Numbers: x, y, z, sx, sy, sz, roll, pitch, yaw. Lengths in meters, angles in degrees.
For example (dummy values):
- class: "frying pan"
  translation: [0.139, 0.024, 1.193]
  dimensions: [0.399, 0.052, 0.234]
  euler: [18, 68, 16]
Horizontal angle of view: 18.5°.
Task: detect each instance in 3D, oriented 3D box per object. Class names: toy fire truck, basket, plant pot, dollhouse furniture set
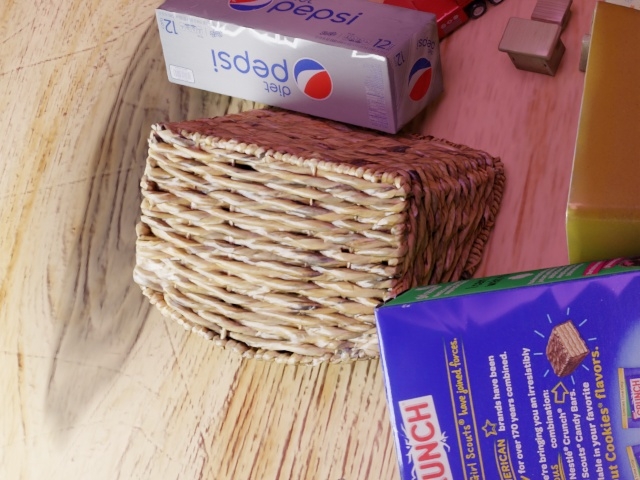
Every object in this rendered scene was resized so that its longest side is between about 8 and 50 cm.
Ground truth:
- class: "toy fire truck"
  translation: [0.135, -0.274, 1.947]
  dimensions: [0.192, 0.135, 0.047]
  euler: [-35, 57, 4]
- class: "basket"
  translation: [0.000, 0.000, 1.899]
  dimensions: [0.299, 0.223, 0.213]
  euler: [13, 104, 28]
- class: "plant pot"
  translation: [0.325, -0.063, 1.735]
  dimensions: [0.187, 0.212, 0.212]
  euler: [7, 68, 11]
- class: "dollhouse furniture set"
  translation: [0.271, -0.254, 1.898]
  dimensions: [0.161, 0.101, 0.182]
  euler: [14, 72, 28]

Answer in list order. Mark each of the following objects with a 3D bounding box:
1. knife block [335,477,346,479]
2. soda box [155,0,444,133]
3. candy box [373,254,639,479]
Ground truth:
- class: "knife block"
  translation: [-0.023, 0.334, 1.708]
  dimensions: [0.276, 0.088, 0.242]
  euler: [52, 133, 21]
- class: "soda box"
  translation: [-0.022, -0.193, 1.976]
  dimensions: [0.286, 0.091, 0.098]
  euler: [15, 40, 31]
- class: "candy box"
  translation: [0.226, 0.155, 1.650]
  dimensions: [0.317, 0.122, 0.268]
  euler: [-8, 93, 19]
